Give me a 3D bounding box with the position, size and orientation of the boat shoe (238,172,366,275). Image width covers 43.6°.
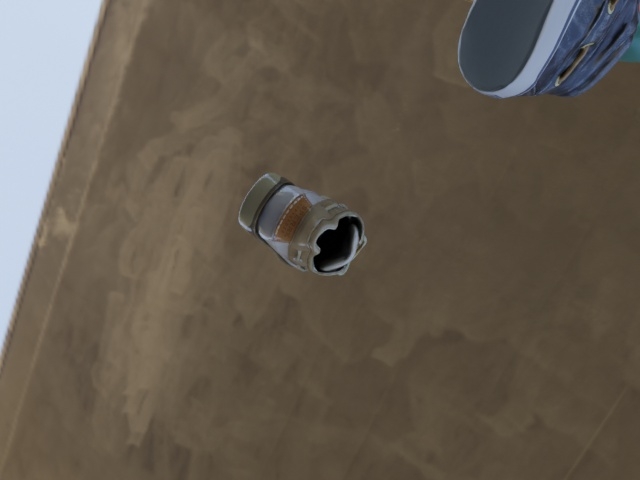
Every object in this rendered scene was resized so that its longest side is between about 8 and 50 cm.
[{"bbox_3d":[0.000,0.000,1.038,0.103,0.302,0.113,32,-85,21],"label":"boat shoe"}]

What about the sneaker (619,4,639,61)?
[{"bbox_3d":[0.320,-0.301,0.850,0.121,0.302,0.108,2,-124,23],"label":"sneaker"}]

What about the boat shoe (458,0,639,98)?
[{"bbox_3d":[0.140,-0.155,0.400,0.065,0.083,0.183,49,-52,33],"label":"boat shoe"}]

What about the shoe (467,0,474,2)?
[{"bbox_3d":[0.163,-0.395,1.042,0.219,0.058,0.076,43,-89,-16],"label":"shoe"}]
